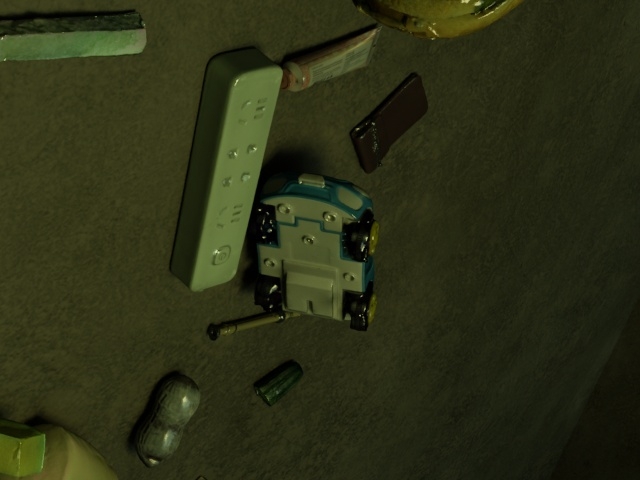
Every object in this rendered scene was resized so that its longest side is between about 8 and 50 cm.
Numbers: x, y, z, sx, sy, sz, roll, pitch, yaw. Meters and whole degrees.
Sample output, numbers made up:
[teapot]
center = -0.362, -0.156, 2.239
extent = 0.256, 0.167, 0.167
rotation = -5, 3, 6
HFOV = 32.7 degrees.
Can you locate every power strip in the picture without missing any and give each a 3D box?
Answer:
[power strip]
center = -0.135, -0.079, 1.503
extent = 0.091, 0.062, 0.385
rotation = -19, 137, -39

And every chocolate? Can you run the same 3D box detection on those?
[chocolate]
center = -0.247, 0.290, 1.751
extent = 0.072, 0.072, 0.167
rotation = 0, 120, -55

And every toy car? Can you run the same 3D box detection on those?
[toy car]
center = 0.000, 0.000, 1.673
extent = 0.314, 0.198, 0.166
rotation = 87, 16, -46

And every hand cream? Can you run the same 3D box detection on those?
[hand cream]
center = 0.015, -0.254, 1.543
extent = 0.210, 0.043, 0.067
rotation = -28, 146, -44

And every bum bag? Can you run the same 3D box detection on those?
[bum bag]
center = 0.117, -0.189, 1.766
extent = 0.159, 0.026, 0.109
rotation = -45, 149, -11

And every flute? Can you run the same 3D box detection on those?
[flute]
center = -0.099, 0.134, 1.829
extent = 0.233, 0.027, 0.027
rotation = -11, 132, -50

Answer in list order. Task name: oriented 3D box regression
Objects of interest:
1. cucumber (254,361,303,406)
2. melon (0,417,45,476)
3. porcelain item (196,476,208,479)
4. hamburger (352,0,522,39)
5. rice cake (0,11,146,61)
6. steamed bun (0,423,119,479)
[cucumber]
center = -0.070, 0.258, 1.985
extent = 0.105, 0.048, 0.048
rotation = -33, 146, -30
[melon]
center = -0.454, 0.261, 1.390
extent = 0.209, 0.118, 0.064
rotation = 14, 96, -65
[porcelain item]
center = -0.254, 0.501, 2.028
extent = 0.136, 0.021, 0.075
rotation = -43, 154, -13
[hamburger]
center = 0.173, -0.359, 1.409
extent = 0.285, 0.265, 0.134
rotation = -38, 143, -18
[rice cake]
center = -0.274, -0.220, 1.179
extent = 0.211, 0.034, 0.043
rotation = -15, 143, -47
[steamed bun]
center = -0.391, 0.377, 1.551
extent = 0.200, 0.170, 0.225
rotation = -40, 148, -9
